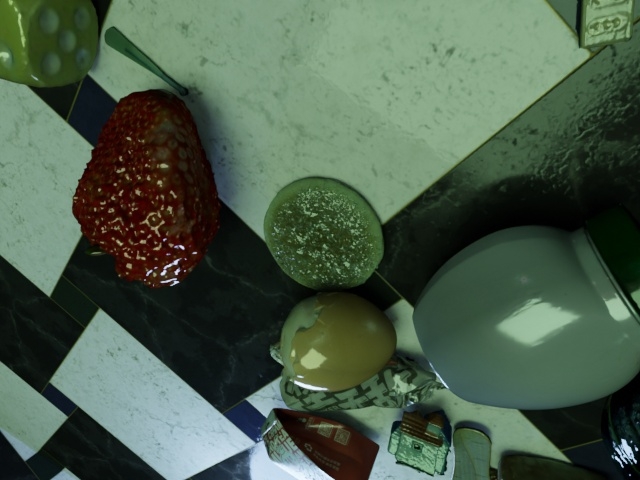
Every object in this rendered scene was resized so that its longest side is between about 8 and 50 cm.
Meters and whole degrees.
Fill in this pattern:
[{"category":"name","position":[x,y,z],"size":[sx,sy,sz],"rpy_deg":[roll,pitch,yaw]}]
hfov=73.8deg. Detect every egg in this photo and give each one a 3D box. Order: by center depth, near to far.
[{"category":"egg","position":[0.035,0.204,0.873],"size":[0.244,0.201,0.201],"rpy_deg":[1,123,-6]}]

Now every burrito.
[{"category":"burrito","position":[0.082,0.328,0.991],"size":[0.445,0.101,0.139],"rpy_deg":[-17,100,33]}]

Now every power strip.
[{"category":"power strip","position":[0.357,-0.309,0.532],"size":[0.056,0.032,0.123],"rpy_deg":[-3,117,23]}]

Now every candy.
[{"category":"candy","position":[0.514,0.558,0.944],"size":[0.233,0.102,0.104],"rpy_deg":[9,122,21]}]

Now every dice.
[{"category":"dice","position":[-0.528,-0.393,0.772],"size":[0.166,0.169,0.169],"rpy_deg":[27,126,7]}]

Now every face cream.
[{"category":"face cream","position":[0.350,0.120,0.677],"size":[0.357,0.219,0.312],"rpy_deg":[-34,102,34]}]

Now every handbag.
[{"category":"handbag","position":[-0.015,0.536,1.118],"size":[0.298,0.151,0.171],"rpy_deg":[34,139,2]}]

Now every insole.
[{"category":"insole","position":[0.377,0.584,1.044],"size":[0.119,0.009,0.349],"rpy_deg":[1,118,25]}]

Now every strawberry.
[{"category":"strawberry","position":[-0.307,-0.101,0.806],"size":[0.312,0.267,0.351],"rpy_deg":[31,114,39]}]

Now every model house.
[{"category":"model house","position":[0.243,0.440,0.992],"size":[0.148,0.119,0.149],"rpy_deg":[17,112,18]}]

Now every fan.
[{"category":"fan","position":[-0.333,-0.340,0.816],"size":[0.193,0.016,0.038],"rpy_deg":[36,124,0]}]

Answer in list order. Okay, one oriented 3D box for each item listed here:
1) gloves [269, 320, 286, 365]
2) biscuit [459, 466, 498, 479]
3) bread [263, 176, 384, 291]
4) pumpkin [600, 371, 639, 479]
[{"category":"gloves","position":[-0.034,0.260,0.995],"size":[0.153,0.114,0.070],"rpy_deg":[22,149,28]},{"category":"biscuit","position":[0.455,0.627,1.057],"size":[0.236,0.026,0.131],"rpy_deg":[13,122,14]},{"category":"bread","position":[0.000,0.000,0.865],"size":[0.266,0.040,0.267],"rpy_deg":[11,123,17]},{"category":"pumpkin","position":[0.588,0.267,0.645],"size":[0.315,0.239,0.315],"rpy_deg":[-11,137,-10]}]
